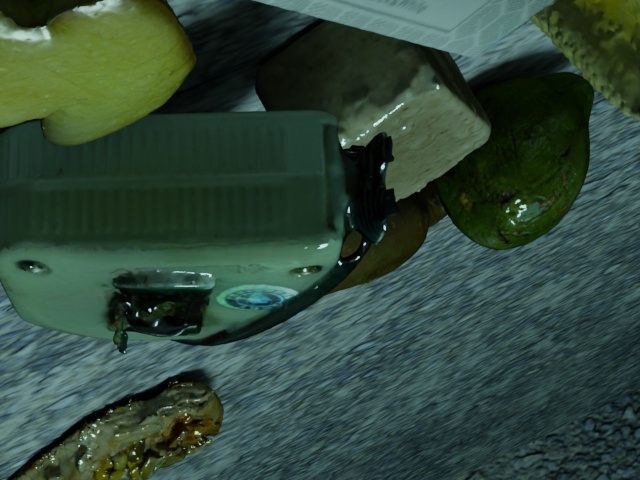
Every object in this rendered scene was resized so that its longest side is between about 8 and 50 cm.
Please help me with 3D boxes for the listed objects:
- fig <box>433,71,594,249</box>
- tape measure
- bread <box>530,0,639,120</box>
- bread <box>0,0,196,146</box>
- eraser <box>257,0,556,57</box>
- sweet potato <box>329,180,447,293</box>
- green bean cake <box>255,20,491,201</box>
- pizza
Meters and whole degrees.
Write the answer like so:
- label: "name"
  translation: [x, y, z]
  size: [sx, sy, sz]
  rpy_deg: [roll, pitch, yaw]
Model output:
- label: "fig"
  translation: [0.161, -0.071, 1.499]
  size: [0.156, 0.123, 0.123]
  rpy_deg: [-34, 168, -31]
- label: "tape measure"
  translation: [-0.074, 0.004, 1.171]
  size: [0.235, 0.115, 0.207]
  rpy_deg: [-2, 158, -1]
- label: "bread"
  translation: [0.222, -0.182, 1.242]
  size: [0.140, 0.169, 0.160]
  rpy_deg: [-18, 145, -31]
- label: "bread"
  translation: [-0.144, -0.098, 0.996]
  size: [0.149, 0.065, 0.187]
  rpy_deg: [-19, 166, 0]
- label: "eraser"
  translation: [0.009, -0.173, 0.954]
  size: [0.096, 0.098, 0.404]
  rpy_deg: [-37, 163, 21]
- label: "sweet potato"
  translation: [0.007, -0.001, 1.519]
  size: [0.346, 0.079, 0.108]
  rpy_deg: [-19, -171, -36]
- label: "green bean cake"
  translation: [0.038, -0.088, 1.281]
  size: [0.109, 0.085, 0.179]
  rpy_deg: [-34, 162, 10]
- label: "pizza"
  translation: [-0.182, 0.199, 1.799]
  size: [0.226, 0.069, 0.147]
  rpy_deg: [-22, 164, -26]
